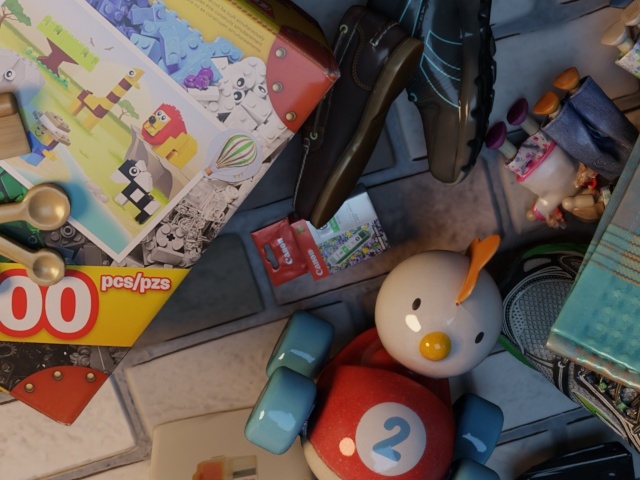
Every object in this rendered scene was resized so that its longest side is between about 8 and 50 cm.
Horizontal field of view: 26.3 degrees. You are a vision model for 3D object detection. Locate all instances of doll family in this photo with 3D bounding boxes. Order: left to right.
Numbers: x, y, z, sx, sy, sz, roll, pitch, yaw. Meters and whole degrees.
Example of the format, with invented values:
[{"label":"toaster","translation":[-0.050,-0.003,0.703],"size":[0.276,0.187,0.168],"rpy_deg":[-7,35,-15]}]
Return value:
[{"label":"doll family","translation":[0.280,-0.101,1.202],"size":[0.163,0.118,0.263],"rpy_deg":[38,102,-18]}]

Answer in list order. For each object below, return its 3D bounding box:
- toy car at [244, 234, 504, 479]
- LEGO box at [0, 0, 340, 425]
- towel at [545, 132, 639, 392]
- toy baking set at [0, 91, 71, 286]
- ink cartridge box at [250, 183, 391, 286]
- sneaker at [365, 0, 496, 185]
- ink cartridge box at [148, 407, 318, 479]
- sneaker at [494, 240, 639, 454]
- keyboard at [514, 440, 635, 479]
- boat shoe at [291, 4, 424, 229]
[{"label":"toy car","translation":[0.087,0.097,1.192],"size":[0.219,0.210,0.238],"rpy_deg":[26,116,-3]},{"label":"LEGO box","translation":[-0.298,-0.151,1.081],"size":[0.500,0.193,0.372],"rpy_deg":[34,104,-17]},{"label":"towel","translation":[0.374,0.026,1.022],"size":[0.040,0.370,0.271],"rpy_deg":[28,87,-54]},{"label":"toy baking set","translation":[-0.303,-0.003,1.016],"size":[0.256,0.030,0.197],"rpy_deg":[-35,111,9]},{"label":"ink cartridge box","translation":[0.000,0.000,1.257],"size":[0.115,0.029,0.063],"rpy_deg":[-23,111,2]},{"label":"sneaker","translation":[0.098,-0.179,1.182],"size":[0.106,0.101,0.267],"rpy_deg":[5,112,15]},{"label":"ink cartridge box","translation":[-0.060,0.356,1.197],"size":[0.160,0.385,0.279],"rpy_deg":[-8,111,0]},{"label":"sneaker","translation":[0.300,0.123,1.275],"size":[0.343,0.146,0.134],"rpy_deg":[33,103,-16]},{"label":"keyboard","translation":[0.310,0.338,1.404],"size":[0.201,0.033,0.317],"rpy_deg":[-12,118,2]},{"label":"boat shoe","translation":[0.018,-0.105,1.170],"size":[0.073,0.073,0.207],"rpy_deg":[33,123,11]}]
